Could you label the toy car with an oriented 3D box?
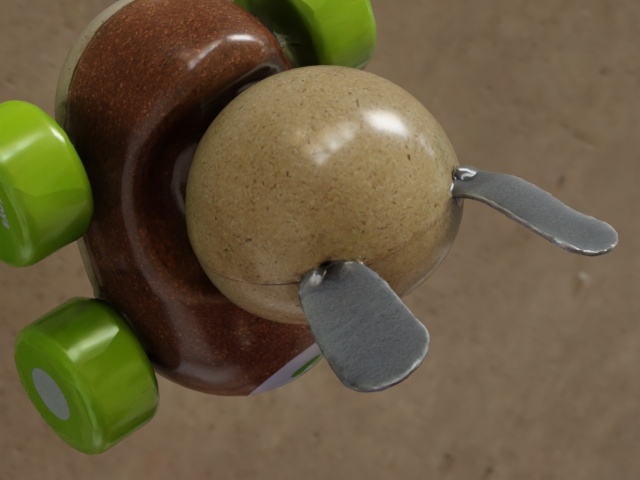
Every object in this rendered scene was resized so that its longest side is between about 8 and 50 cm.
[{"bbox_3d":[0.000,0.000,0.636,0.155,0.188,0.149,-33,123,-28],"label":"toy car"}]
